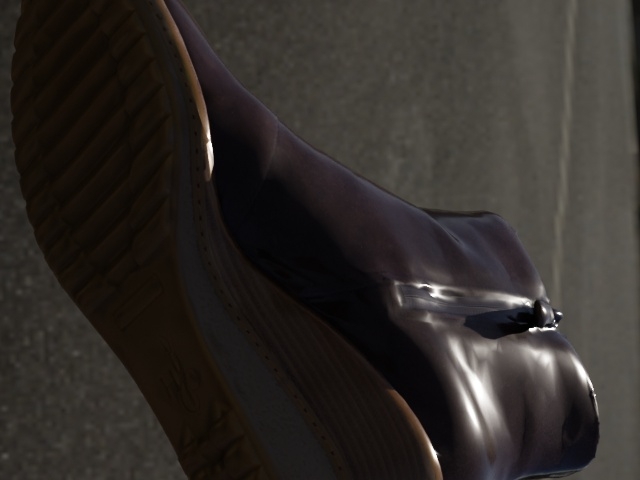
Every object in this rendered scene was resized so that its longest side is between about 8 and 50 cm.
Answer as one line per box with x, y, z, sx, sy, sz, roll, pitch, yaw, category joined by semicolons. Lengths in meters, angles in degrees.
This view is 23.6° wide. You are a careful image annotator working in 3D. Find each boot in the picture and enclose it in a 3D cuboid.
0.000;0.000;0.596;0.207;0.090;0.248;-8;71;-51;boot
